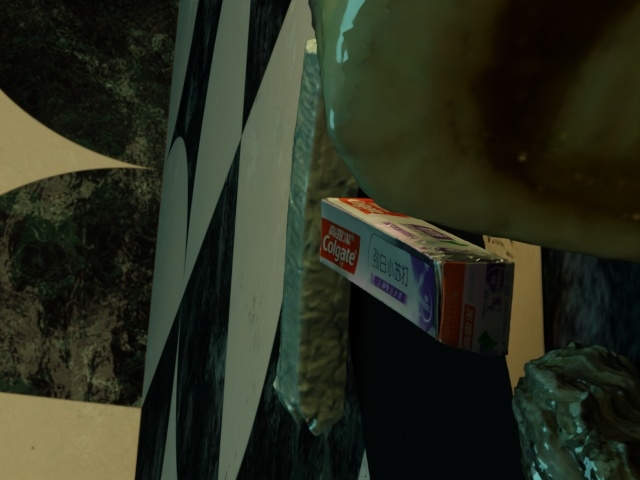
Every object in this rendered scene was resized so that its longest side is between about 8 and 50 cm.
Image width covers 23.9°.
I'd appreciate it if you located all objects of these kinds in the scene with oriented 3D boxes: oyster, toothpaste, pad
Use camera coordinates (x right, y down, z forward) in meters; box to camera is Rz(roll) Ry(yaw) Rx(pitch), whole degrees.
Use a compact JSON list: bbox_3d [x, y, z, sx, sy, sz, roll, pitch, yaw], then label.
[{"bbox_3d":[0.104,0.102,0.531,0.125,0.064,0.177,87,174,-62],"label":"oyster"},{"bbox_3d":[0.044,0.014,0.767,0.196,0.040,0.047,-147,59,-71],"label":"toothpaste"},{"bbox_3d":[0.064,0.027,0.878,0.315,0.063,0.375,125,141,-64],"label":"pad"}]

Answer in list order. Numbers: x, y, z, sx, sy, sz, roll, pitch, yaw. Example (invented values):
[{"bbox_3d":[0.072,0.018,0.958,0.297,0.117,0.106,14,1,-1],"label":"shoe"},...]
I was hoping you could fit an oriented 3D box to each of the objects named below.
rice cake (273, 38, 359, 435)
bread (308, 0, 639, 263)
[{"bbox_3d":[0.000,0.000,0.910,0.045,0.042,0.245,-133,42,-60],"label":"rice cake"},{"bbox_3d":[0.081,-0.138,0.482,0.338,0.187,0.155,-98,22,-51],"label":"bread"}]
